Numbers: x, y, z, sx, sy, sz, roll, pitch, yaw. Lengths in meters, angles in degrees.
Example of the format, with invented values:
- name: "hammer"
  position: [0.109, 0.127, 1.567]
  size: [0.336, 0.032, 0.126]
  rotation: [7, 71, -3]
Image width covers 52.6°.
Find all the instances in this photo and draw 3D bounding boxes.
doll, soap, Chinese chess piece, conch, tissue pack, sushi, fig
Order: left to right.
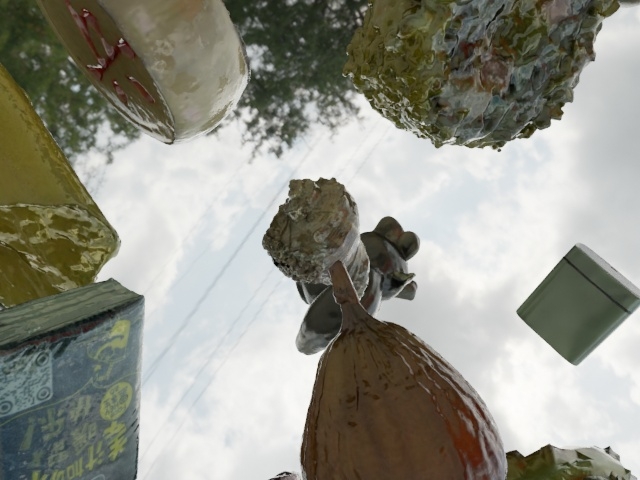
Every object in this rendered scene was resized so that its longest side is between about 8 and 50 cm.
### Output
- name: "soap"
  position: [-0.449, -0.089, 0.856]
  size: [0.115, 0.427, 0.306]
  rotation: [-28, 163, -48]
- name: "tissue pack"
  position: [-0.280, 0.186, 0.685]
  size: [0.081, 0.257, 0.185]
  rotation: [23, -155, 32]
- name: "Chinese chess piece"
  position: [-0.179, -0.211, 0.627]
  size: [0.103, 0.250, 0.249]
  rotation: [-42, -142, -17]
- name: "conch"
  position: [0.000, 0.000, 1.016]
  size: [0.162, 0.245, 0.178]
  rotation: [-29, -148, 8]
- name: "doll"
  position: [0.034, 0.124, 1.556]
  size: [0.378, 0.252, 0.382]
  rotation: [-25, 164, -45]
- name: "fig"
  position: [0.040, 0.101, 0.385]
  size: [0.119, 0.119, 0.153]
  rotation: [-24, -126, 18]
- name: "sushi"
  position: [0.239, -0.339, 1.011]
  size: [0.397, 0.351, 0.240]
  rotation: [-62, -145, 8]

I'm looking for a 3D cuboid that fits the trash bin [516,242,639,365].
- name: "trash bin"
  position: [0.357, 0.088, 0.896]
  size: [0.116, 0.059, 0.130]
  rotation: [46, -64, 23]

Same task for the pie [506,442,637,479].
- name: "pie"
  position: [0.172, 0.313, 0.555]
  size: [0.354, 0.289, 0.103]
  rotation: [-9, -163, -28]

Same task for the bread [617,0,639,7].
- name: "bread"
  position: [0.522, -0.553, 1.191]
  size: [0.300, 0.341, 0.210]
  rotation: [13, -81, 42]

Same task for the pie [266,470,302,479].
- name: "pie"
  position: [-0.121, 0.431, 1.027]
  size: [0.204, 0.218, 0.054]
  rotation: [-34, -108, 14]
